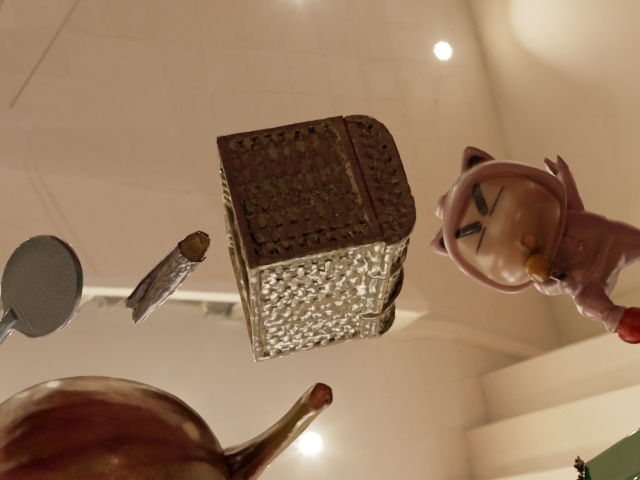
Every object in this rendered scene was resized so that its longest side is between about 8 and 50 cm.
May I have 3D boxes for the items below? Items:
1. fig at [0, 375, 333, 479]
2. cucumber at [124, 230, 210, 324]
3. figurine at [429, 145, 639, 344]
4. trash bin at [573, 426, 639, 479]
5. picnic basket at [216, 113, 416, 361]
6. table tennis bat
[{"bbox_3d":[-0.107,0.156,0.619,0.207,0.175,0.175,-10,-103,-26],"label":"fig"},{"bbox_3d":[-0.155,0.037,1.045,0.033,0.135,0.034,53,-142,8],"label":"cucumber"},{"bbox_3d":[0.271,-0.004,1.199,0.287,0.186,0.176,30,-83,11],"label":"figurine"},{"bbox_3d":[0.507,0.280,1.185,0.259,0.381,0.295,55,-162,0],"label":"trash bin"},{"bbox_3d":[0.000,0.000,0.911,0.154,0.196,0.134,-13,-118,-8],"label":"picnic basket"},{"bbox_3d":[-0.300,0.060,1.069,0.100,0.155,0.019,52,-157,17],"label":"table tennis bat"}]
